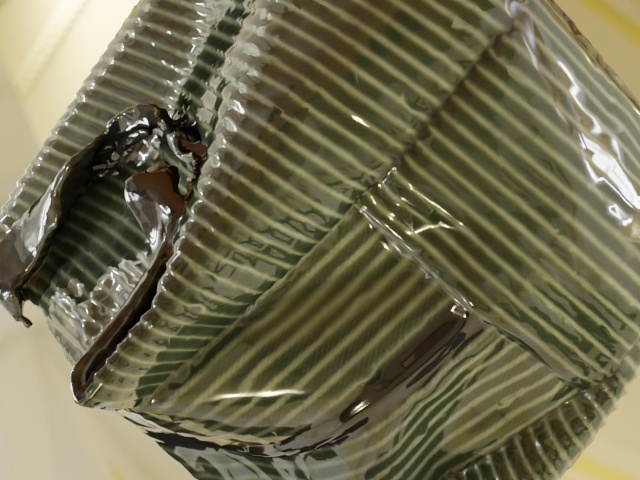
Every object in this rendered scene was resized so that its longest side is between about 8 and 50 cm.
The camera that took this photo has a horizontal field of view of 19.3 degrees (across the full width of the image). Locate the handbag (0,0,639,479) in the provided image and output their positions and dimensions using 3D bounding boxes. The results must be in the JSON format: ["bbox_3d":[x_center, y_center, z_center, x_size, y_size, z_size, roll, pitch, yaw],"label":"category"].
[{"bbox_3d":[0.000,0.000,0.836,0.240,0.247,0.341,-49,-159,-6],"label":"handbag"}]
